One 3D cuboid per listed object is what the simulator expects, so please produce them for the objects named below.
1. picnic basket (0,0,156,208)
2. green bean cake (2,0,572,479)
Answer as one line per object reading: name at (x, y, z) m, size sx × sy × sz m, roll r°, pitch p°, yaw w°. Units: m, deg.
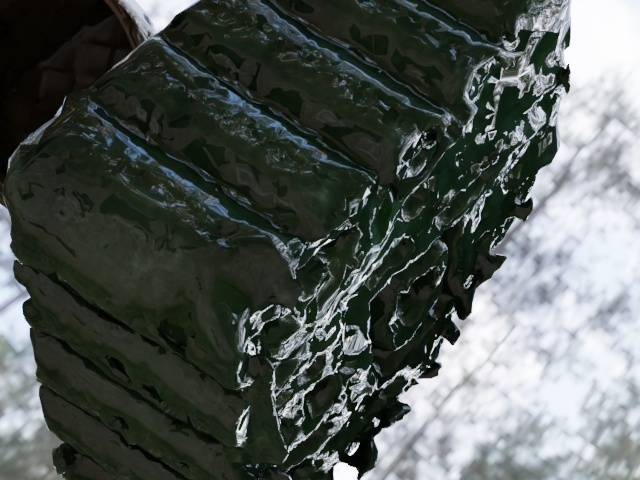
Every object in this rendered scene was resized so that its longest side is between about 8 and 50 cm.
picnic basket at (-0.143, -0.083, 0.964) m, size 0.128 × 0.178 × 0.138 m, roll -32°, pitch -115°, yaw 2°
green bean cake at (0.000, 0.000, 0.668) m, size 0.107 × 0.208 × 0.193 m, roll 30°, pitch -31°, yaw 26°
